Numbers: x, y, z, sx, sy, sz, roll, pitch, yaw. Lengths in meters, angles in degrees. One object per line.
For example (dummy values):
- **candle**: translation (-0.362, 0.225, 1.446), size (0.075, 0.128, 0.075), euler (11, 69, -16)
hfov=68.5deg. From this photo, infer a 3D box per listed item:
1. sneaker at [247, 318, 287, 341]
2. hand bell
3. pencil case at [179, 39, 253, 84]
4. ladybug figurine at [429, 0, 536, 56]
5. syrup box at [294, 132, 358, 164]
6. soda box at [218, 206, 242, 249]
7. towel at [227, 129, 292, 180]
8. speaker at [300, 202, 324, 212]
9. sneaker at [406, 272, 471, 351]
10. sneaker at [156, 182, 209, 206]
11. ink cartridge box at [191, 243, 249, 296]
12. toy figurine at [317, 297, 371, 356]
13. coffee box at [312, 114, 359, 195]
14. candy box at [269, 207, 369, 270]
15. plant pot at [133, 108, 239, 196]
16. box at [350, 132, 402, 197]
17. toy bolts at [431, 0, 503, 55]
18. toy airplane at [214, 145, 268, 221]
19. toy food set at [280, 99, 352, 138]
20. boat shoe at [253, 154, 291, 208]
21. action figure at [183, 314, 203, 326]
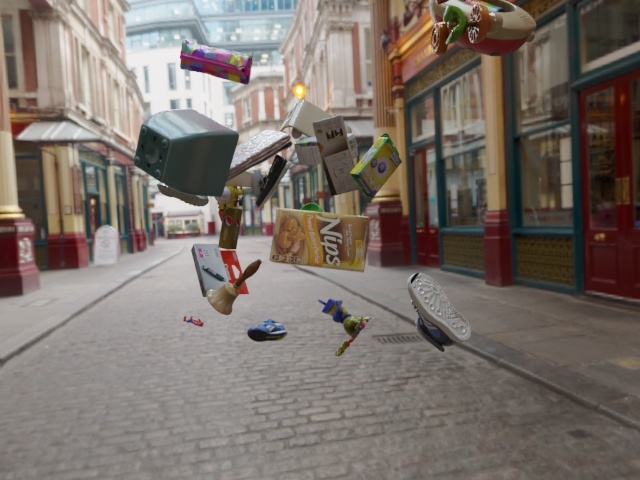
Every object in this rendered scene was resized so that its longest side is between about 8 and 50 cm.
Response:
- **sneaker**: translation (-0.170, 0.276, 1.452), size (0.144, 0.059, 0.053), euler (14, -52, -45)
- **hand bell**: translation (-0.308, 0.157, 1.784), size (0.242, 0.126, 0.126), euler (-45, -9, 13)
- **pencil case**: translation (-0.330, -0.568, 1.503), size (0.236, 0.105, 0.104), euler (11, 1, -2)
- **ladybug figurine**: translation (0.609, -0.838, 1.814), size (0.305, 0.162, 0.449), euler (-27, 53, -32)
- **syrup box**: translation (0.022, -0.361, 1.862), size (0.236, 0.096, 0.093), euler (3, 28, 36)
- **soda box**: translation (-0.389, -0.053, 2.031), size (0.061, 0.182, 0.058), euler (11, 5, 23)
- **towel**: translation (-0.298, -0.342, 1.892), size (0.331, 0.053, 0.317), euler (-32, 26, -12)
- **speaker**: translation (-0.007, -0.060, 2.328), size (0.131, 0.131, 0.297), euler (-2, -31, 20)
- **sneaker**: translation (0.394, 0.277, 1.784), size (0.130, 0.323, 0.236), euler (-46, 5, -28)
- **sneaker**: translation (-0.566, -0.218, 1.973), size (0.235, 0.095, 0.090), euler (22, -38, 8)
- **ink cartridge box**: translation (-0.476, 0.138, 2.259), size (0.238, 0.275, 0.060), euler (0, -38, -35)
- **toy figurine**: translation (0.057, 0.320, 1.888), size (0.217, 0.191, 0.362), euler (39, 0, 12)
- **coffee box**: translation (0.056, -0.286, 1.581), size (0.098, 0.247, 0.141), euler (-13, 11, 10)
- **candy box**: translation (0.000, 0.000, 1.581), size (0.316, 0.183, 0.087), euler (6, -6, 7)
- **plant pot**: translation (-0.473, -0.298, 1.587), size (0.247, 0.247, 0.252), euler (31, 22, 23)
- **box**: translation (0.177, -0.230, 1.424), size (0.043, 0.179, 0.105), euler (19, -24, 49)
- **toy bolts**: translation (0.432, -0.679, 1.401), size (0.158, 0.229, 0.218), euler (-4, -2, -3)
- **toy airplane**: translation (-0.470, -0.293, 2.351), size (0.386, 0.384, 0.272), euler (-36, 25, 18)
- **toy food set**: translation (-0.011, -0.471, 2.061), size (0.306, 0.220, 0.092), euler (28, -44, -11)
- **boat shoe**: translation (-0.212, -0.240, 1.938), size (0.079, 0.255, 0.095), euler (34, 35, -5)
- **action figure**: translation (-0.426, 0.274, 1.594), size (0.038, 0.030, 0.115), euler (29, -15, -38)
